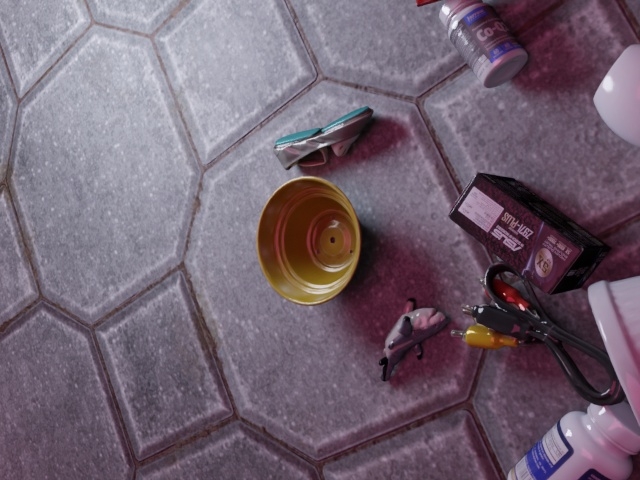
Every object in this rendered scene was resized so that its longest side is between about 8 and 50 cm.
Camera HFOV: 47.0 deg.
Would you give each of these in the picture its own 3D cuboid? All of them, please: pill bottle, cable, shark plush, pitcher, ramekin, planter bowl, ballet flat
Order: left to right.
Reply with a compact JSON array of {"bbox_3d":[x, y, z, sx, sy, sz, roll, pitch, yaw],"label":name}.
[{"bbox_3d":[0.000,0.000,1.265,0.217,0.090,0.217,1,92,34],"label":"planter bowl"},{"bbox_3d":[0.013,-0.172,1.280,0.213,0.072,0.068,-15,110,35],"label":"ballet flat"},{"bbox_3d":[0.140,0.173,1.195,0.067,0.073,0.161,29,104,0],"label":"shark plush"},{"bbox_3d":[0.241,-0.304,1.101,0.078,0.078,0.137,-41,69,28],"label":"pill bottle"},{"bbox_3d":[0.315,0.124,1.043,0.287,0.072,0.139,24,91,42],"label":"cable"},{"bbox_3d":[0.357,0.302,1.008,0.112,0.112,0.187,47,115,25],"label":"pill bottle"},{"bbox_3d":[0.432,0.156,0.871,0.127,0.273,0.273,-26,76,20],"label":"ramekin"},{"bbox_3d":[0.474,-0.180,0.927,0.207,0.125,0.178,37,90,18],"label":"pitcher"}]

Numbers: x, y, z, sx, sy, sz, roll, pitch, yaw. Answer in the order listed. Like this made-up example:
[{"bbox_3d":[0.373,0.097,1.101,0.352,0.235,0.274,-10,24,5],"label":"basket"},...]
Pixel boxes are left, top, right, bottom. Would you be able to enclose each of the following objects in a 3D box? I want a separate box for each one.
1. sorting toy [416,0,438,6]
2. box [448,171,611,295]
[{"bbox_3d":[0.247,-0.433,1.070,0.274,0.046,0.132,-9,69,19],"label":"sorting toy"},{"bbox_3d":[0.292,-0.012,1.027,0.180,0.147,0.077,42,113,26],"label":"box"}]
